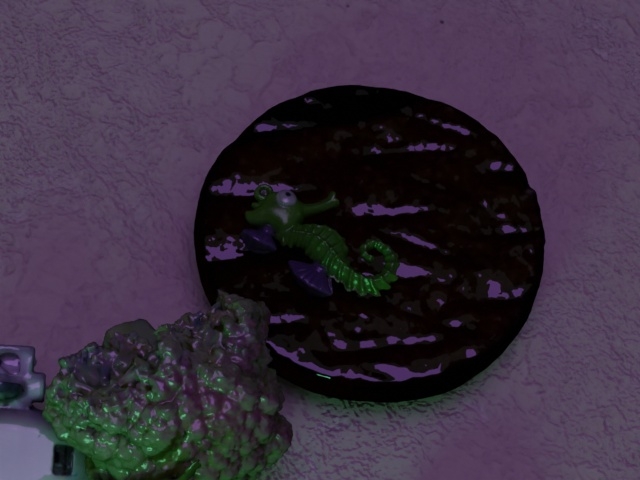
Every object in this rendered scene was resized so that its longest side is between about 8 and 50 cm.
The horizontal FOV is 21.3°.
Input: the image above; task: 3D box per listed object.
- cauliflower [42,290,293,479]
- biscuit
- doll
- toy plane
[{"bbox_3d":[-0.172,0.156,1.773,0.256,0.239,0.315,-9,32,-27],"label":"cauliflower"},{"bbox_3d":[0.057,0.004,1.958,0.407,0.091,0.407,3,58,-4],"label":"biscuit"},{"bbox_3d":[0.000,0.000,1.874,0.190,0.050,0.115,37,69,13],"label":"doll"},{"bbox_3d":[-0.367,0.226,1.770,0.266,0.122,0.267,1,79,-4],"label":"toy plane"}]
